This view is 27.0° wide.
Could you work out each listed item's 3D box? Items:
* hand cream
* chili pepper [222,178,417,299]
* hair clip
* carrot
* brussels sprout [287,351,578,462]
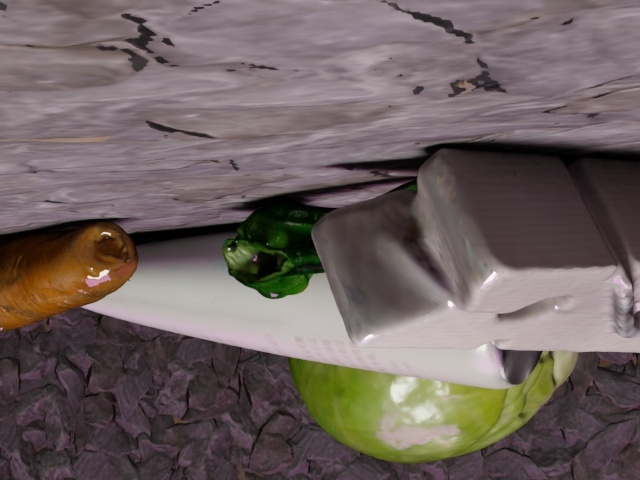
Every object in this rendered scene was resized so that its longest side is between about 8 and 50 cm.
[{"bbox_3d":[-0.018,0.031,0.926,0.359,0.118,0.185,2,-177,26],"label":"hand cream"},{"bbox_3d":[-0.004,-0.001,0.726,0.073,0.050,0.182,5,170,-28],"label":"chili pepper"},{"bbox_3d":[0.133,0.006,0.670,0.101,0.085,0.331,-31,158,35],"label":"hair clip"},{"bbox_3d":[-0.172,0.022,0.831,0.060,0.060,0.186,-2,171,-43],"label":"carrot"},{"bbox_3d":[0.092,0.085,1.117,0.244,0.244,0.244,-5,177,0],"label":"brussels sprout"}]
